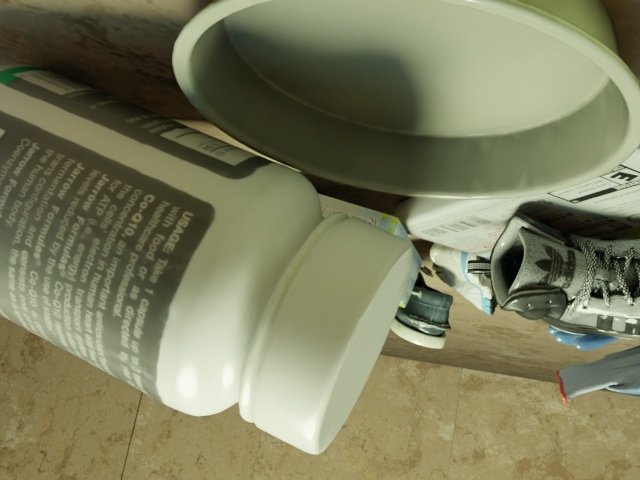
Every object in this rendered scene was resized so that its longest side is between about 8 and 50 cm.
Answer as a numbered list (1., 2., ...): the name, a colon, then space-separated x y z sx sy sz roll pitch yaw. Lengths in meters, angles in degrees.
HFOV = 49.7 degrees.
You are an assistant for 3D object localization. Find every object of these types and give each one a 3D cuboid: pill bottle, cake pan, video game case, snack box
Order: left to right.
1. pill bottle: -0.125 0.011 0.552 0.361 0.204 0.204 24 170 15
2. snack box: 0.000 0.000 0.793 0.207 0.070 0.174 17 169 21
3. cake pan: 0.054 -0.100 0.450 0.293 0.054 0.293 10 166 2
4. video game case: 0.277 -0.014 0.666 0.300 0.036 0.329 16 165 -20

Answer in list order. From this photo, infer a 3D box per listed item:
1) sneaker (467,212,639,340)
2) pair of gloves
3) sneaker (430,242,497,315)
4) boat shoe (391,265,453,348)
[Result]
1. sneaker: 0.246 0.034 0.584 0.153 0.101 0.268 15 168 -27
2. pair of gloves: 0.299 0.091 0.663 0.159 0.023 0.198 -22 -165 24
3. sneaker: 0.192 0.041 0.910 0.083 0.071 0.191 12 161 28
4. boat shoe: 0.107 0.062 0.945 0.095 0.079 0.254 16 -169 -15
